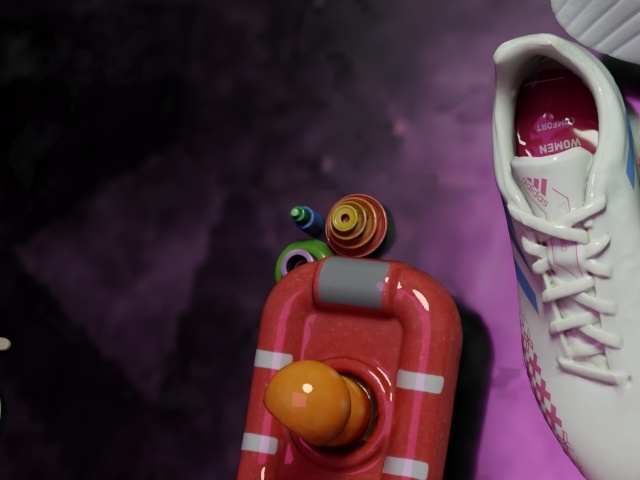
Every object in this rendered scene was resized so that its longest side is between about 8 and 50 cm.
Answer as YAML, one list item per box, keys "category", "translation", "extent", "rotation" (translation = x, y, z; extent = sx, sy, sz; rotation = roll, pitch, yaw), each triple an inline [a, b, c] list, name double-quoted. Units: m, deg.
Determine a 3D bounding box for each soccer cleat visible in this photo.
- category: "soccer cleat"
  translation: [0.172, 0.015, 1.290]
  extent: [0.116, 0.143, 0.331]
  rotation: [-17, 72, 16]

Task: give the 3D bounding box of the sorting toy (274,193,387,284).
- category: "sorting toy"
  translation: [0.000, 0.000, 1.415]
  extent: [0.102, 0.042, 0.061]
  rotation: [-41, 67, 7]

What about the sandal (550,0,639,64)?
- category: "sandal"
  translation: [0.293, -0.155, 1.309]
  extent: [0.265, 0.102, 0.076]
  rotation: [20, 42, 13]

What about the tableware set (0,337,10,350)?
- category: "tableware set"
  translation: [-0.346, 0.133, 1.516]
  extent: [0.194, 0.039, 0.128]
  rotation: [2, 78, 21]

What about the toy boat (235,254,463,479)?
- category: "toy boat"
  translation: [0.006, 0.120, 1.321]
  extent: [0.151, 0.151, 0.231]
  rotation: [5, 83, 22]
